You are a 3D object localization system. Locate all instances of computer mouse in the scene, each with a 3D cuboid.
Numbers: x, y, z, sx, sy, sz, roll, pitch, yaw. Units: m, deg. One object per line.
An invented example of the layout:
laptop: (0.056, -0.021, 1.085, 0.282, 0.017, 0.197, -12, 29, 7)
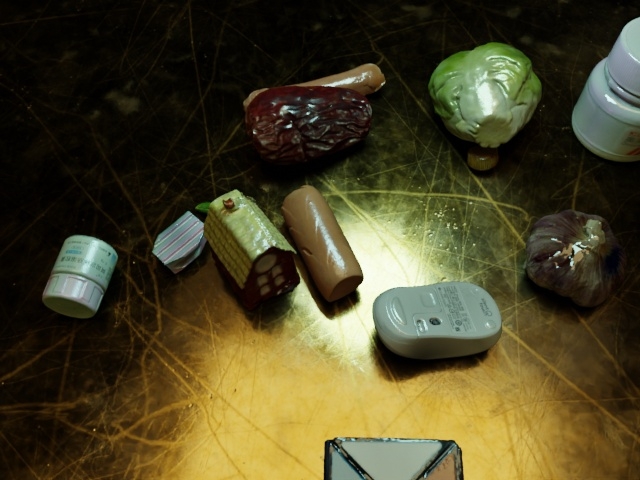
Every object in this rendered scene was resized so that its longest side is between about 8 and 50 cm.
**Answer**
computer mouse: (0.257, 0.190, 1.391, 0.297, 0.121, 0.184, -3, 46, -18)

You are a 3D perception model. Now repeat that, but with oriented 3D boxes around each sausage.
sausage: (-0.018, -0.428, 1.784, 0.420, 0.094, 0.094, -15, 82, -9)
sausage: (0.000, -0.001, 1.509, 0.121, 0.121, 0.304, -21, 62, -11)

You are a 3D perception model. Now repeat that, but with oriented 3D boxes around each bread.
bread: (0.442, -0.222, 1.672, 0.085, 0.053, 0.085, -7, 40, 6)

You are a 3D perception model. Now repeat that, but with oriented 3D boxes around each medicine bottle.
medicine bottle: (-0.572, 0.087, 1.465, 0.135, 0.135, 0.168, 7, 60, 6)
medicine bottle: (0.831, -0.391, 1.606, 0.256, 0.324, 0.255, 0, 59, 0)

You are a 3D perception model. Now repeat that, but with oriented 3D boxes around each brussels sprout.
brussels sprout: (0.453, -0.398, 1.664, 0.274, 0.242, 0.316, -20, 52, -14)

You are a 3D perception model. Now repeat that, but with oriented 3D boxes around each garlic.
garlic: (0.609, 0.033, 1.451, 0.245, 0.160, 0.244, 1, 67, -3)

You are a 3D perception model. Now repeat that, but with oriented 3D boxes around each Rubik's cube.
Rubik's cube: (0.128, 0.506, 1.128, 0.247, 0.248, 0.249, 0, 60, 2)

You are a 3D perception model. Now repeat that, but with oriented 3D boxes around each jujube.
jujube: (-0.031, -0.323, 1.670, 0.343, 0.216, 0.216, -12, 59, -12)

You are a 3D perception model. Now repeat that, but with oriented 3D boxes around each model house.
model house: (-0.166, 0.014, 1.430, 0.160, 0.254, 0.196, -33, 63, -13)

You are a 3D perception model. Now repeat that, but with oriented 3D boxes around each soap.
soap: (-0.351, 0.009, 1.550, 0.100, 0.056, 0.149, 36, 65, 23)

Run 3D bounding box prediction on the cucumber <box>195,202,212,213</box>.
cucumber: (-0.249, -0.081, 1.612, 0.168, 0.039, 0.039, 3, 59, 5)
